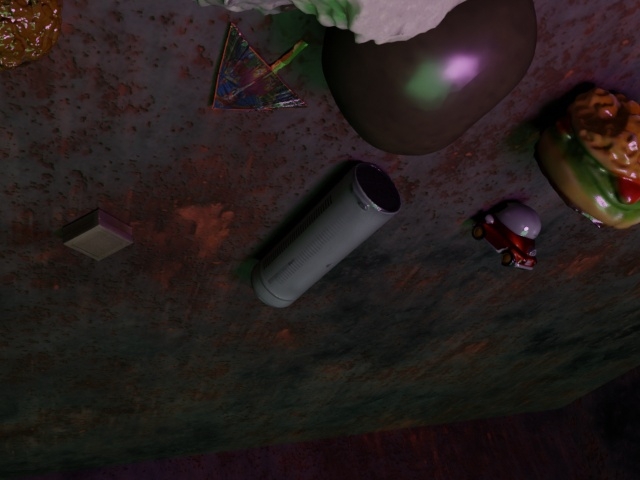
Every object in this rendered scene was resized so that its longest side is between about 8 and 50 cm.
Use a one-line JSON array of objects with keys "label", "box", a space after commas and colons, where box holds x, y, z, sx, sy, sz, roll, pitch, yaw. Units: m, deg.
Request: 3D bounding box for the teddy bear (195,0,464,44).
[{"label": "teddy bear", "box": [-0.013, -0.331, 0.495, 0.327, 0.362, 0.376, 3, 123, -49]}]

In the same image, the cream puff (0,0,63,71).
[{"label": "cream puff", "box": [-0.326, -0.219, 0.611, 0.143, 0.103, 0.126, -3, 174, -3]}]

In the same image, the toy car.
[{"label": "toy car", "box": [0.387, -0.017, 1.242, 0.112, 0.139, 0.112, 11, 123, -43]}]

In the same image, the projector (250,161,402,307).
[{"label": "projector", "box": [0.000, 0.000, 1.123, 0.108, 0.108, 0.337, 12, 141, -36]}]

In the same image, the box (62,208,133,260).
[{"label": "box", "box": [-0.363, -0.007, 1.028, 0.079, 0.035, 0.083, -24, 149, 16]}]

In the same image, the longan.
[{"label": "longan", "box": [0.122, -0.215, 0.717, 0.245, 0.215, 0.246, 0, 168, 0]}]

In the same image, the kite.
[{"label": "kite", "box": [-0.082, -0.217, 0.829, 0.159, 0.010, 0.190, -26, 149, 16]}]

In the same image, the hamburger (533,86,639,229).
[{"label": "hamburger", "box": [0.473, -0.136, 0.991, 0.237, 0.237, 0.149, 7, 140, -31]}]
